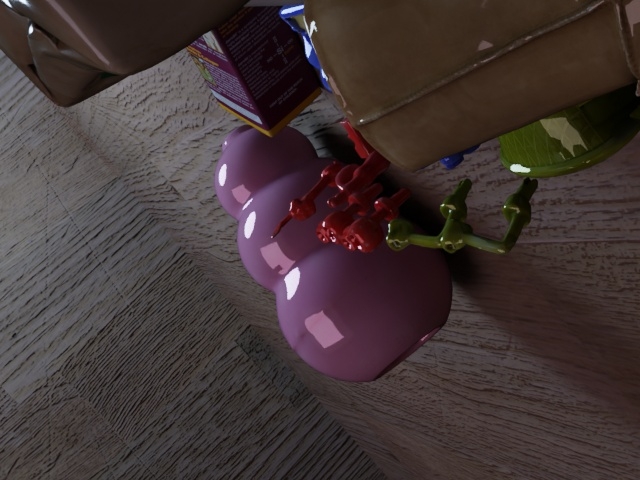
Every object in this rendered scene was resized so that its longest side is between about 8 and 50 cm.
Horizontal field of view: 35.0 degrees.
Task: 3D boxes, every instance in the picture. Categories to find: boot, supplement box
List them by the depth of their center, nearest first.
[{"bbox_3d":[0.134,-0.080,0.538,0.269,0.089,0.236,-16,100,52],"label":"boot"},{"bbox_3d":[-0.087,-0.212,1.054,0.104,0.081,0.188,34,161,41],"label":"supplement box"}]

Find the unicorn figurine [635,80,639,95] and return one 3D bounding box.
[{"bbox_3d":[0.162,-0.177,0.538,0.162,0.060,0.111,59,171,15],"label":"unicorn figurine"}]

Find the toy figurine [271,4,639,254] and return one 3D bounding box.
[{"bbox_3d":[0.038,-0.132,0.749,0.217,0.191,0.362,56,162,-18],"label":"toy figurine"}]

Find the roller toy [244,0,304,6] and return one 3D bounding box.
[{"bbox_3d":[-0.070,-0.248,0.654,0.209,0.146,0.191,152,110,-68],"label":"roller toy"}]

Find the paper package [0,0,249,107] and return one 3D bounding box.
[{"bbox_3d":[-0.074,-0.268,0.409,0.309,0.325,0.168,49,166,-15],"label":"paper package"}]

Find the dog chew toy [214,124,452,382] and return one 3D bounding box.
[{"bbox_3d":[0.000,0.000,1.180,0.332,0.207,0.206,52,167,13],"label":"dog chew toy"}]
